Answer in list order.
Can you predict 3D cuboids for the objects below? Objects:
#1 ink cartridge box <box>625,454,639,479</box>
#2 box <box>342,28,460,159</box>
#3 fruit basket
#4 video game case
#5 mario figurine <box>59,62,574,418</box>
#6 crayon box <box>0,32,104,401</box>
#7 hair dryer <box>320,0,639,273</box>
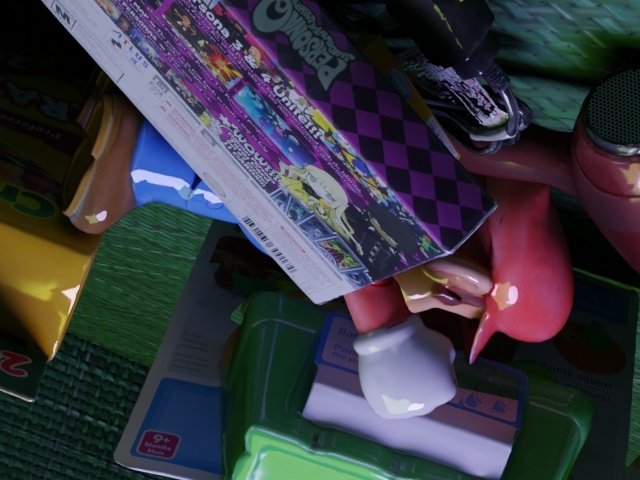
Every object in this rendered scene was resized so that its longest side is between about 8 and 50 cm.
[{"bbox_3d":[0.291,0.195,1.226,0.131,0.306,0.226,48,170,-10],"label":"ink cartridge box"},{"bbox_3d":[0.006,-0.073,0.951,0.081,0.028,0.136,54,163,-29],"label":"box"},{"bbox_3d":[0.061,0.078,1.266,0.327,0.353,0.165,19,131,1],"label":"fruit basket"},{"bbox_3d":[-0.036,-0.074,0.924,0.232,0.042,0.210,48,162,-4],"label":"video game case"},{"bbox_3d":[0.000,0.000,1.121,0.320,0.198,0.170,20,165,-14],"label":"mario figurine"},{"bbox_3d":[-0.225,-0.040,1.144,0.202,0.081,0.318,21,-155,-8],"label":"crayon box"},{"bbox_3d":[0.121,-0.056,0.983,0.293,0.080,0.223,37,167,-16],"label":"hair dryer"}]
